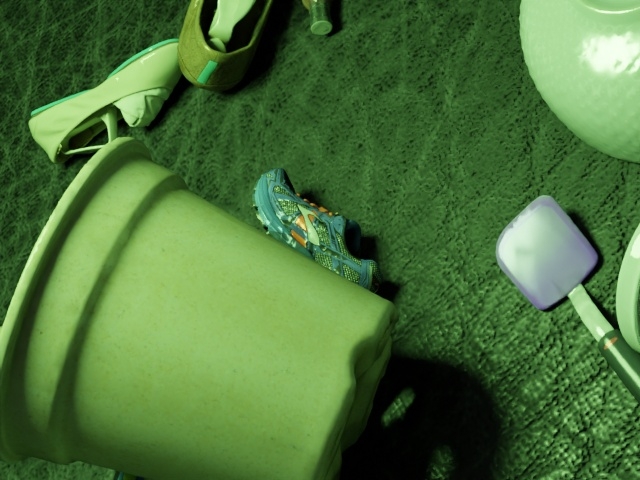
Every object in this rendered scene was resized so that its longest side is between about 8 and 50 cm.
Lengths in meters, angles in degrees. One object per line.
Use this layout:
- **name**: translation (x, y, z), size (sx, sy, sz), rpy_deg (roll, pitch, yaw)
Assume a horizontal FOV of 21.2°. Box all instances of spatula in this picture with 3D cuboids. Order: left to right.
- **spatula**: translation (0.255, 0.077, 1.571), size (0.084, 0.030, 0.296), rpy_deg (-43, 47, 12)

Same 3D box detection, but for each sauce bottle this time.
- **sauce bottle**: translation (-0.003, -0.295, 1.989), size (0.042, 0.042, 0.128), rpy_deg (-24, 55, 26)

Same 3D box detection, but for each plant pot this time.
- **plant pot**: translation (-0.103, 0.110, 1.620), size (0.305, 0.334, 0.334), rpy_deg (21, 78, 8)

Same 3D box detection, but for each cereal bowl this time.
- **cereal bowl**: translation (0.331, -0.248, 1.625), size (0.339, 0.141, 0.339), rpy_deg (-20, 55, 30)

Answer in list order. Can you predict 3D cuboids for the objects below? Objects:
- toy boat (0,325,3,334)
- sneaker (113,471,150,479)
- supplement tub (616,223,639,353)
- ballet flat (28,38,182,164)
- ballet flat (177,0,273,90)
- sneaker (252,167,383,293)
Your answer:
- **toy boat**: translation (-0.273, 0.150, 1.898), size (0.231, 0.151, 0.151), rpy_deg (-22, 82, 28)
- **sneaker**: translation (-0.181, 0.205, 1.833), size (0.078, 0.067, 0.188), rpy_deg (-17, 54, 57)
- **supplement tub**: translation (0.391, 0.065, 1.355), size (0.272, 0.191, 0.191), rpy_deg (27, 84, 44)
- **ballet flat**: translation (-0.249, -0.161, 2.092), size (0.248, 0.086, 0.086), rpy_deg (-25, 52, 28)
- **ballet flat**: translation (-0.082, -0.342, 2.009), size (0.124, 0.116, 0.342), rpy_deg (145, 146, -73)
- **sneaker**: translation (0.000, 0.000, 1.799), size (0.087, 0.083, 0.221), rpy_deg (-33, 53, 2)
